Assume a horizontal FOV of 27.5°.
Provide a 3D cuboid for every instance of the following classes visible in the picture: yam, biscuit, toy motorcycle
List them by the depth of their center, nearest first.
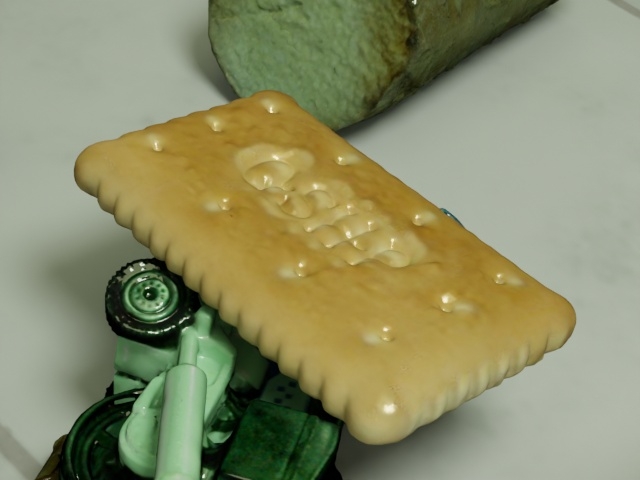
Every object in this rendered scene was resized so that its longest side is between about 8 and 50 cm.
[{"bbox_3d":[0.000,-0.001,0.690,0.160,0.030,0.249,-22,49,-37],"label":"biscuit"},{"bbox_3d":[-0.013,0.061,0.723,0.196,0.125,0.331,15,40,6],"label":"toy motorcycle"},{"bbox_3d":[0.072,-0.203,0.978,0.168,0.168,0.304,36,48,24],"label":"yam"}]

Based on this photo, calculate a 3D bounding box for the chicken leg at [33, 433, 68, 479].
[{"bbox_3d":[-0.170,0.151,0.637,0.093,0.070,0.178,40,41,5],"label":"chicken leg"}]
